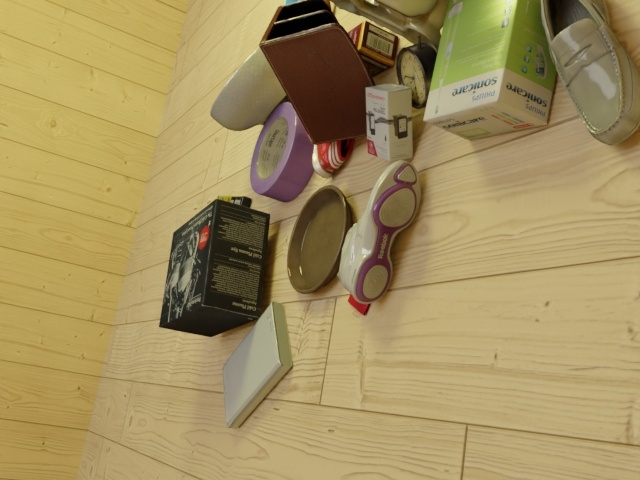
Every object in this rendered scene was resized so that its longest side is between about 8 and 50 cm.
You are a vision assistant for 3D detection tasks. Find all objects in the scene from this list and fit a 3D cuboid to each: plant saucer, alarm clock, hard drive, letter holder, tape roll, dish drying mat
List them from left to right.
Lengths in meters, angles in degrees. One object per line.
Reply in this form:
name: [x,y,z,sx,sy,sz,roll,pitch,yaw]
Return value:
hard drive: [-0.176,0.335,1.851,0.307,0.040,0.203,-53,34,35]
tape roll: [-0.103,-0.252,1.993,0.275,0.090,0.275,-37,45,49]
plant saucer: [0.000,0.000,1.716,0.278,0.041,0.278,-38,44,49]
letter holder: [0.035,-0.394,1.602,0.214,0.302,0.152,-5,47,28]
dish drying mat: [0.084,0.136,1.519,0.083,0.008,0.032,37,107,62]
alarm clock: [0.208,-0.340,1.465,0.192,0.064,0.129,130,119,-70]

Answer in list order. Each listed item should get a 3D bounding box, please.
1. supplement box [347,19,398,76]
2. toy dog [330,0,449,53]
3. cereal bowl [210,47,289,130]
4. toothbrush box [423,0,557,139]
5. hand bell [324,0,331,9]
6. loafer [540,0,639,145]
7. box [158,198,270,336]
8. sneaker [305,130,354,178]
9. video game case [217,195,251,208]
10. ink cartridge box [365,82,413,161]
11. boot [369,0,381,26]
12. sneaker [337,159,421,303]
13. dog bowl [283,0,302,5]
supplement box: [0.095,-0.461,1.729,0.188,0.104,0.081,-12,64,59]
toy dog: [0.196,-0.641,1.372,0.408,0.284,0.395,-63,-15,6]
cereal bowl: [-0.173,-0.456,2.107,0.339,0.141,0.339,-48,4,4]
toothbrush box: [0.315,-0.342,1.240,0.206,0.122,0.283,-2,72,62]
hand bell: [0.018,-0.737,2.055,0.126,0.126,0.242,9,97,62]
loafer: [0.401,-0.282,1.058,0.112,0.111,0.320,-44,39,43]
box: [-0.311,0.092,2.020,0.343,0.178,0.313,-28,53,53]
sneaker: [0.034,-0.279,1.787,0.128,0.087,0.221,-33,59,40]
video game case: [-0.323,-0.016,2.324,0.248,0.035,0.275,8,82,62]
ink cartridge box: [0.148,-0.258,1.501,0.109,0.063,0.151,-143,45,-62]
boot: [0.177,-0.625,1.706,0.086,0.069,0.190,-16,59,61]
sneaker: [0.106,-0.029,1.454,0.152,0.114,0.305,34,105,60]
dog bowl: [-0.031,-0.822,2.198,0.297,0.074,0.166,-65,29,15]
